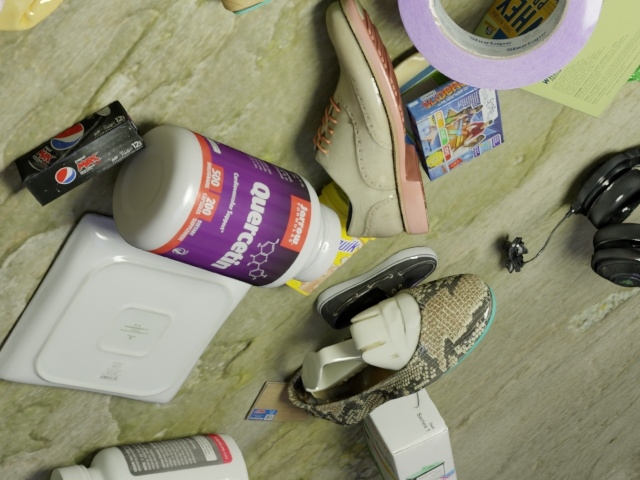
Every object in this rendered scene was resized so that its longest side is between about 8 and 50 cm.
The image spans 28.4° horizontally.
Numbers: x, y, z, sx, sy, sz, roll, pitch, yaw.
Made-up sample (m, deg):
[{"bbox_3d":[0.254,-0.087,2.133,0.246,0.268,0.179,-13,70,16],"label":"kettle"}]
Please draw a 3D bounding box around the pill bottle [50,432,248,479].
[{"bbox_3d":[-0.300,0.440,2.206,0.319,0.176,0.176,-3,131,-27],"label":"pill bottle"}]

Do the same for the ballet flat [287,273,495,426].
[{"bbox_3d":[0.089,0.192,2.119,0.182,0.164,0.483,9,149,-29],"label":"ballet flat"}]

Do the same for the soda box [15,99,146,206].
[{"bbox_3d":[-0.331,-0.120,1.747,0.169,0.053,0.060,-31,137,-1],"label":"soda box"}]

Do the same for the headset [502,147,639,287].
[{"bbox_3d":[0.518,-0.019,2.215,0.394,0.243,0.185,-12,157,1],"label":"headset"}]

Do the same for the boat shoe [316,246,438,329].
[{"bbox_3d":[0.107,0.087,2.173,0.228,0.076,0.080,-22,137,-9],"label":"boat shoe"}]

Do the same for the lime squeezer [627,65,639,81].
[{"bbox_3d":[0.578,-0.263,2.097,0.310,0.110,0.059,3,153,7],"label":"lime squeezer"}]

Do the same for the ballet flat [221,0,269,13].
[{"bbox_3d":[-0.027,-0.370,1.668,0.232,0.080,0.073,-24,122,-9],"label":"ballet flat"}]

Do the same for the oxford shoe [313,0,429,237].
[{"bbox_3d":[0.053,-0.163,1.838,0.147,0.140,0.397,-13,118,8],"label":"oxford shoe"}]

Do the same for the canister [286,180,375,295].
[{"bbox_3d":[0.000,0.000,2.034,0.170,0.073,0.126,-42,135,15],"label":"canister"}]

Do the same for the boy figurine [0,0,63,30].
[{"bbox_3d":[-0.380,-0.317,1.505,0.177,0.092,0.285,15,122,-35],"label":"boy figurine"}]

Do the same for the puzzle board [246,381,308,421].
[{"bbox_3d":[-0.064,0.296,2.325,0.128,0.011,0.096,8,127,-34],"label":"puzzle board"}]

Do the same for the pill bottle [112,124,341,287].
[{"bbox_3d":[-0.127,-0.038,1.840,0.323,0.181,0.181,20,118,-38],"label":"pill bottle"}]

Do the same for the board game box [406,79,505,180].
[{"bbox_3d":[0.208,-0.177,1.923,0.136,0.035,0.201,-28,154,-2],"label":"board game box"}]

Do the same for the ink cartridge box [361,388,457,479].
[{"bbox_3d":[0.163,0.381,2.390,0.117,0.201,0.278,-23,137,-8],"label":"ink cartridge box"}]

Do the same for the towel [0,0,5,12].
[{"bbox_3d":[-0.576,-0.217,1.451,0.317,0.053,0.332,26,117,-24],"label":"towel"}]

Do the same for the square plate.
[{"bbox_3d":[-0.297,0.131,2.009,0.347,0.049,0.344,15,120,-38],"label":"square plate"}]

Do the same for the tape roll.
[{"bbox_3d":[0.244,-0.349,1.725,0.275,0.090,0.274,4,116,8],"label":"tape roll"}]

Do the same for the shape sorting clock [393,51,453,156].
[{"bbox_3d":[0.171,-0.214,1.949,0.206,0.040,0.206,-13,136,-12],"label":"shape sorting clock"}]

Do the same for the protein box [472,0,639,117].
[{"bbox_3d":[0.377,-0.321,1.894,0.201,0.136,0.200,13,123,-38],"label":"protein box"}]
